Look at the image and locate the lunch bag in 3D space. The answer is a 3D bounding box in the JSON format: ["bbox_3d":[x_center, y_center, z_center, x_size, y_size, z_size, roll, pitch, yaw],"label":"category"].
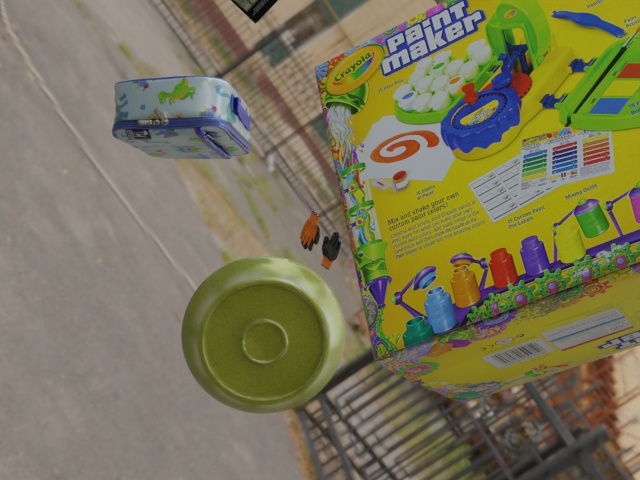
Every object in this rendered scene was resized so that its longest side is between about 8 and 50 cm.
[{"bbox_3d":[-0.194,-0.174,1.319,0.219,0.176,0.090,46,43,-82],"label":"lunch bag"}]

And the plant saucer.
[{"bbox_3d":[-0.082,0.143,1.314,0.241,0.241,0.037,54,3,-12],"label":"plant saucer"}]

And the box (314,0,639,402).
[{"bbox_3d":[0.179,-0.056,0.731,0.177,0.290,0.279,32,41,-53],"label":"box"}]

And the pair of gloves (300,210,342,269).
[{"bbox_3d":[0.000,0.000,1.489,0.083,0.074,0.010,40,37,28],"label":"pair of gloves"}]

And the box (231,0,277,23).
[{"bbox_3d":[-0.085,-0.428,1.305,0.147,0.180,0.077,41,50,-13],"label":"box"}]

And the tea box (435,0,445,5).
[{"bbox_3d":[0.421,-0.375,1.460,0.329,0.323,0.220,-1,61,-55],"label":"tea box"}]
